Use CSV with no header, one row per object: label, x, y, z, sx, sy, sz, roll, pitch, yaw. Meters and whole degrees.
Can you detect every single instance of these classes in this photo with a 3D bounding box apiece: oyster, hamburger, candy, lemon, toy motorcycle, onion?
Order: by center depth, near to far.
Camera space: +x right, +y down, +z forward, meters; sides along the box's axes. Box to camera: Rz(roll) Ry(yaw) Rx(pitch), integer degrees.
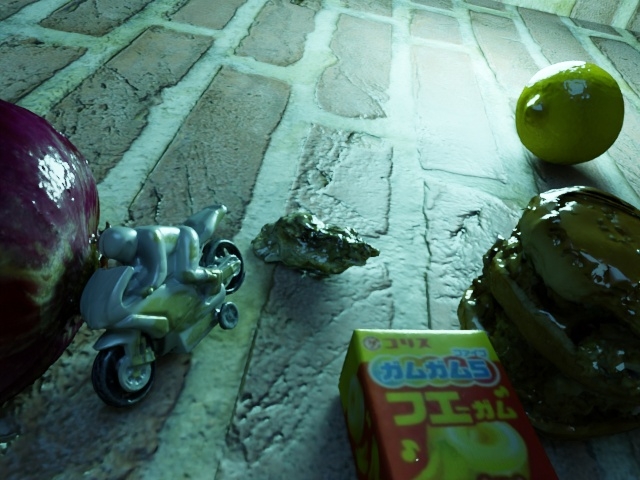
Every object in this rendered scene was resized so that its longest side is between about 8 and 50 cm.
candy,0.110,0.199,0.466,0.146,0.088,0.276,2,37,-11
onion,-0.315,0.000,0.493,0.273,0.230,0.256,0,38,-26
toy motorcycle,-0.153,0.041,0.558,0.074,0.151,0.228,-6,31,35
hamburger,0.275,0.078,0.581,0.245,0.211,0.260,30,35,13
oyster,0.001,0.001,0.727,0.166,0.053,0.108,17,26,18
lemon,0.453,-0.228,1.045,0.244,0.186,0.187,-12,43,-32
